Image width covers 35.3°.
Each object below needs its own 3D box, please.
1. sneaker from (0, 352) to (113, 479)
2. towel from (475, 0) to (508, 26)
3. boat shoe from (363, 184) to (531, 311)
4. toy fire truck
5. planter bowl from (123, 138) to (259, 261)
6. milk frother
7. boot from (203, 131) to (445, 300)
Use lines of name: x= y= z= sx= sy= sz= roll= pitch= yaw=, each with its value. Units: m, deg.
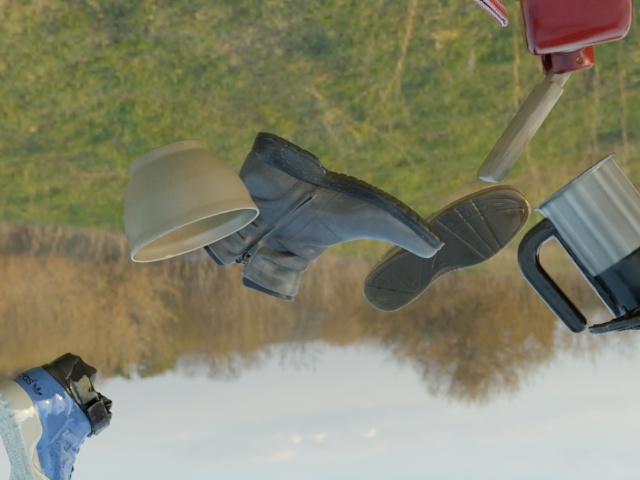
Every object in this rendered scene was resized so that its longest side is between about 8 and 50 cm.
sneaker: x=-0.188 y=0.152 z=0.743 sx=0.058 sy=0.152 sz=0.084 roll=23 pitch=-141 yaw=39
towel: x=0.212 y=-0.485 z=1.626 sx=0.031 sy=0.275 sz=0.199 roll=-34 pitch=138 yaw=28
boat shoe: x=0.219 y=-0.004 z=1.800 sx=0.341 sy=0.122 sz=0.110 roll=-32 pitch=-164 yaw=21
toy fire truck: x=0.194 y=-0.180 z=0.864 sx=0.158 sy=0.246 sz=0.217 roll=-10 pitch=-173 yaw=10
planter bowl: x=-0.167 y=-0.055 z=1.207 sx=0.162 sy=0.109 sz=0.162 roll=-21 pitch=172 yaw=-3
milk frother: x=0.241 y=0.009 z=0.837 sx=0.129 sy=0.135 sz=0.143 roll=-36 pitch=173 yaw=-6
boot: x=0.000 y=0.000 z=1.541 sx=0.338 sy=0.223 sz=0.118 roll=28 pitch=-173 yaw=4
